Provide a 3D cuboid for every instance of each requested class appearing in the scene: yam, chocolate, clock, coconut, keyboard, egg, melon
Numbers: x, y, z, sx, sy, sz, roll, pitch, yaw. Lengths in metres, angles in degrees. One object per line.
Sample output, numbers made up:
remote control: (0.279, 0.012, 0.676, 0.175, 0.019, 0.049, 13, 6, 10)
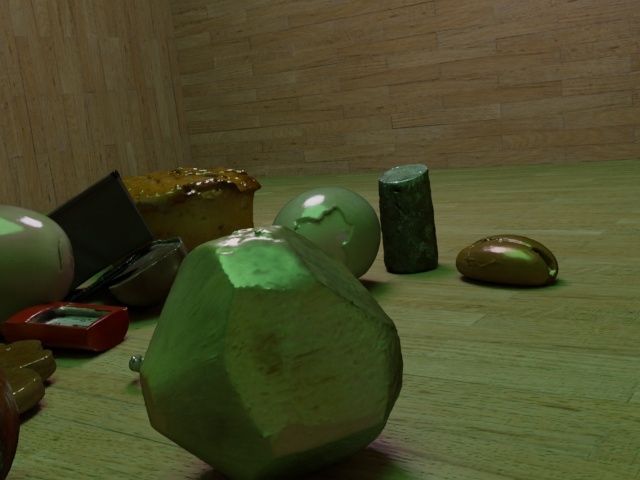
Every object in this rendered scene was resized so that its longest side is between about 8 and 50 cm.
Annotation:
yam: (0.163, -0.043, 1.416, 0.107, 0.194, 0.107, -6, 7, 1)
chocolate: (-0.312, 0.069, 1.372, 0.157, 0.080, 0.254, -37, 14, -20)
clock: (-0.380, 0.135, 1.148, 0.155, 0.061, 0.113, 1, 12, 18)
coconut: (-0.051, 0.101, 0.670, 0.236, 0.237, 0.197, -12, 7, -31)
keyboard: (-0.395, 0.083, 1.308, 0.196, 0.015, 0.074, -33, 15, 11)
egg: (0.000, 0.000, 1.303, 0.183, 0.183, 0.217, 2, 13, 41)
melon: (-0.569, 0.054, 1.244, 0.316, 0.223, 0.223, -7, 10, -9)

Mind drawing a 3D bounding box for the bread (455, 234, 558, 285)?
bread: (0.307, 0.030, 1.258, 0.114, 0.078, 0.189, -9, 7, -37)

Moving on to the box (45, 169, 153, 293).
box: (-0.470, -0.008, 1.497, 0.252, 0.153, 0.188, -34, 12, -9)

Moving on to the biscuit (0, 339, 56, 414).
biscuit: (-0.436, 0.185, 0.938, 0.202, 0.044, 0.289, -7, 8, -5)

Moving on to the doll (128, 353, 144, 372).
doll: (-0.149, 0.108, 1.035, 0.154, 0.119, 0.278, -4, 20, 16)

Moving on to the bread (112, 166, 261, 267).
bread: (-0.331, -0.060, 1.779, 0.398, 0.215, 0.398, -5, 10, 1)

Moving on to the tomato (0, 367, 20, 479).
tomato: (-0.368, 0.161, 0.665, 0.214, 0.181, 0.155, -3, 5, -6)
